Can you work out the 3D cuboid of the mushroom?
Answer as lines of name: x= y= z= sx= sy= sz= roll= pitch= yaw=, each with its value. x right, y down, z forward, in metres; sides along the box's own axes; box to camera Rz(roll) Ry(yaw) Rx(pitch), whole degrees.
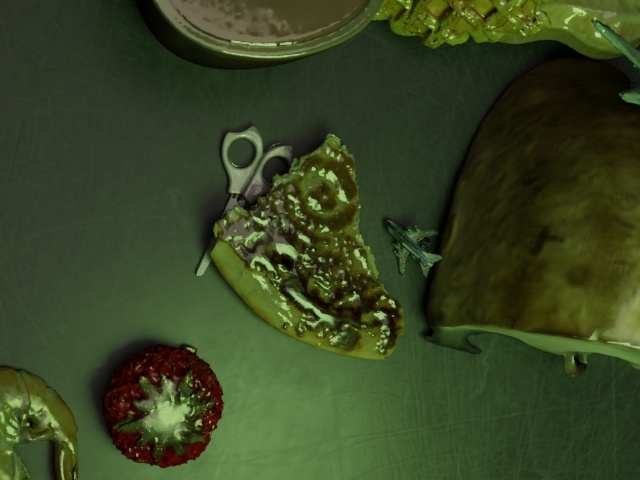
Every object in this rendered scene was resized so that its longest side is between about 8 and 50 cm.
mushroom: x=0.309 y=-0.052 z=1.324 sx=0.224 sy=0.314 sz=0.397 roll=18 pitch=79 yaw=-19

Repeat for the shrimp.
shrimp: x=-0.325 y=0.252 z=1.256 sx=0.133 sy=0.053 sz=0.236 roll=-22 pitch=92 yaw=-36

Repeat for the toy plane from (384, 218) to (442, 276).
toy plane: x=0.110 y=0.004 z=1.382 sx=0.083 sy=0.078 sz=0.031 roll=48 pitch=34 yaw=16

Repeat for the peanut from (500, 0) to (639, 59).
peanut: x=0.307 y=-0.283 z=1.407 sx=0.275 sy=0.111 sz=0.125 roll=1 pitch=56 yaw=-14

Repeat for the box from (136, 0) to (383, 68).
box: x=-0.086 y=-0.328 z=1.242 sx=0.301 sy=0.216 sz=0.301 roll=0 pitch=91 yaw=-17

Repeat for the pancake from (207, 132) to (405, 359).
pancake: x=0.000 y=0.000 z=1.348 sx=0.266 sy=0.057 sz=0.244 roll=22 pitch=78 yaw=-22

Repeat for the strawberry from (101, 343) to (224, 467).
strawberry: x=-0.174 y=0.187 z=1.275 sx=0.145 sy=0.086 sz=0.145 roll=0 pitch=90 yaw=-14

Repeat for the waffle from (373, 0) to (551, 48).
waffle: x=0.148 y=-0.343 z=1.293 sx=0.291 sy=0.291 sz=0.051 roll=48 pitch=40 yaw=-11

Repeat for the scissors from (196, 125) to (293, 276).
scissors: x=-0.100 y=-0.041 z=1.338 sx=0.100 sy=0.015 sz=0.189 roll=29 pitch=84 yaw=-13

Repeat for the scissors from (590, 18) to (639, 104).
scissors: x=0.439 y=-0.176 z=1.366 sx=0.383 sy=0.029 sz=0.256 roll=13 pitch=60 yaw=-44
